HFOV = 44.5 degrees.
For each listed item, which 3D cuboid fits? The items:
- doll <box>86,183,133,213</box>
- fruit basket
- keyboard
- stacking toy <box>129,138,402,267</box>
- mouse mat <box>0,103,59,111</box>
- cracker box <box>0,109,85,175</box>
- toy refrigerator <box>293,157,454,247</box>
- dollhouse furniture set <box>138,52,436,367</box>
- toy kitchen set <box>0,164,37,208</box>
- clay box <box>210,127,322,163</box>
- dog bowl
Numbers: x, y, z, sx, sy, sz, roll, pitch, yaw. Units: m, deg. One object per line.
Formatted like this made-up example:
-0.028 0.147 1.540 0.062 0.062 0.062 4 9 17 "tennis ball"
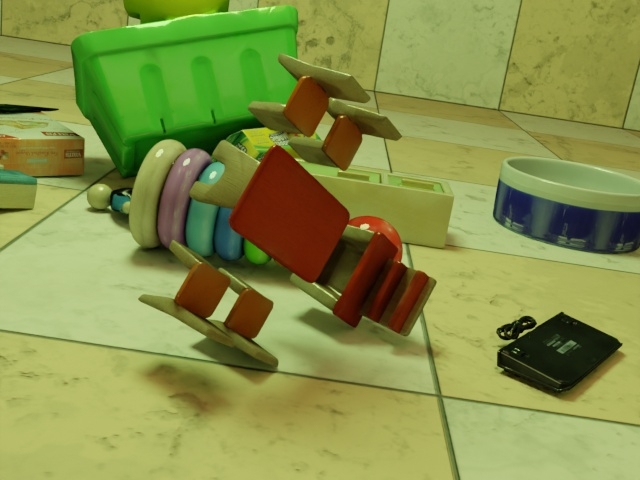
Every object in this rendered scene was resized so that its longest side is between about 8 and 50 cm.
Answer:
-0.240 -0.052 1.103 0.189 0.046 0.129 11 17 7 "doll"
-0.230 -0.329 1.296 0.392 0.391 0.283 4 -18 -14 "fruit basket"
0.250 0.116 0.851 0.108 0.023 0.180 27 24 31 "keyboard"
-0.060 -0.019 0.969 0.331 0.141 0.141 15 18 6 "stacking toy"
-0.596 -0.238 1.420 0.190 0.007 0.153 2 7 21 "mouse mat"
-0.509 -0.166 1.303 0.156 0.067 0.232 -5 23 -37 "cracker box"
0.063 -0.065 1.212 0.270 0.094 0.102 9 17 1 "toy refrigerator"
0.000 0.000 0.754 0.135 0.262 0.259 24 -8 35 "dollhouse furniture set"
-0.492 -0.150 1.070 0.207 0.166 0.122 20 13 32 "toy kitchen set"
-0.103 -0.129 1.280 0.053 0.127 0.222 54 33 10 "clay box"
0.445 -0.069 1.388 0.265 0.104 0.265 8 18 -2 "dog bowl"
